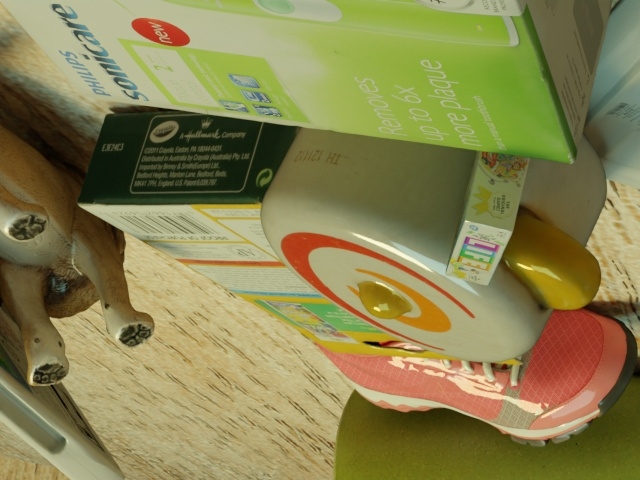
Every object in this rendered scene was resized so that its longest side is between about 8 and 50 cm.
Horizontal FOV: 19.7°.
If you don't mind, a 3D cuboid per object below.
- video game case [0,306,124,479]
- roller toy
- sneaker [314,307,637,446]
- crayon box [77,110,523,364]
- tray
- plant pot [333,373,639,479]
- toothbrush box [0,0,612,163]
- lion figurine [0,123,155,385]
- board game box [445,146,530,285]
[{"bbox_3d":[-0.315,0.043,1.517,0.329,0.036,0.300,47,177,45],"label":"video game case"},{"bbox_3d":[0.069,-0.015,1.145,0.209,0.146,0.191,28,163,1],"label":"roller toy"},{"bbox_3d":[0.116,0.096,1.573,0.314,0.116,0.136,0,156,41],"label":"sneaker"},{"bbox_3d":[0.000,0.000,1.417,0.203,0.083,0.323,1,157,40],"label":"crayon box"},{"bbox_3d":[0.213,-0.077,1.083,0.145,0.030,0.270,17,163,-5],"label":"tray"},{"bbox_3d":[0.209,0.227,1.725,0.293,0.275,0.275,-15,149,30],"label":"plant pot"},{"bbox_3d":[-0.013,-0.146,0.899,0.283,0.122,0.206,11,162,19],"label":"toothbrush box"},{"bbox_3d":[-0.252,-0.037,1.392,0.142,0.240,0.392,-28,143,0],"label":"lion figurine"},{"bbox_3d":[0.103,-0.063,1.007,0.026,0.154,0.103,14,164,3],"label":"board game box"}]
